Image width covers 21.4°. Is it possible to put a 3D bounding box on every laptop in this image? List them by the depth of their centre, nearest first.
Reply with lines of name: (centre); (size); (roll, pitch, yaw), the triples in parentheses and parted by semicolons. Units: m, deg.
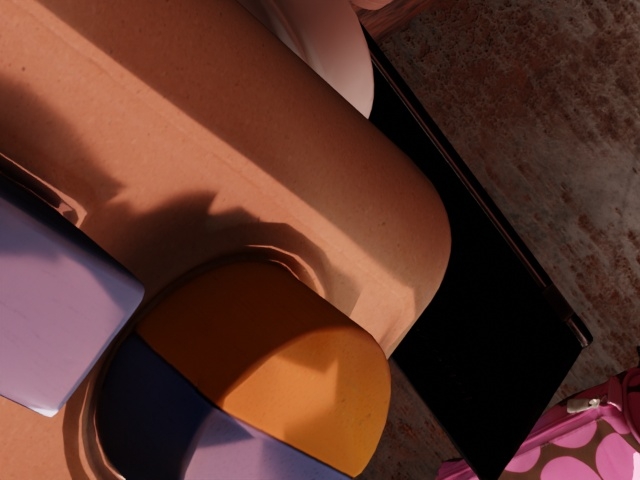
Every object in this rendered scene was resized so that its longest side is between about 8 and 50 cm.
laptop: (0.000, 0.000, 1.315); (0.236, 0.382, 0.408); (-37, -179, -28)

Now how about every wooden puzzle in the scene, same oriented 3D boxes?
wooden puzzle: (-0.106, 0.076, 0.511); (0.347, 0.080, 0.322); (-57, 141, -3)

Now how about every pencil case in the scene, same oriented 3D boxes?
pencil case: (0.175, 0.164, 1.250); (0.209, 0.098, 0.095); (-37, -135, 37)

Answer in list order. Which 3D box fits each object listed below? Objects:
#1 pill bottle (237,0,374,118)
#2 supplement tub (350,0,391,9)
pill bottle: (-0.136, -0.006, 0.638); (0.323, 0.181, 0.181); (-37, -179, -26)
supplement tub: (0.062, -0.240, 1.357); (0.107, 0.071, 0.071); (-37, -179, 42)
